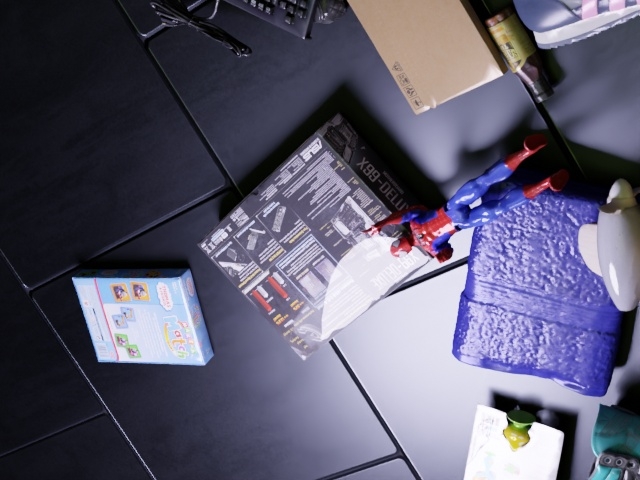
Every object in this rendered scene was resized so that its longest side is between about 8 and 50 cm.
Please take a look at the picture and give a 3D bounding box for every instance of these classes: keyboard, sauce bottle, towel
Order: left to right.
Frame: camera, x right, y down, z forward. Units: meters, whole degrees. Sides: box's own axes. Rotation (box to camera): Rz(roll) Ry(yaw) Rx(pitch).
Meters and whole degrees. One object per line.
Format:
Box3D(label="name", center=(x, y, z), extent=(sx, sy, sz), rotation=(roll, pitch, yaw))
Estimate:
Box3D(label="keyboard", center=(-0.141, -0.352, 1.923), extent=(0.317, 0.033, 0.201), rotation=(30, 126, 24))
Box3D(label="sauce bottle", center=(0.257, -0.237, 1.796), extent=(0.042, 0.042, 0.128), rotation=(-27, 99, 36))
Box3D(label="towel", center=(0.310, 0.052, 1.911), extent=(0.227, 0.076, 0.308), rotation=(14, 121, 13))

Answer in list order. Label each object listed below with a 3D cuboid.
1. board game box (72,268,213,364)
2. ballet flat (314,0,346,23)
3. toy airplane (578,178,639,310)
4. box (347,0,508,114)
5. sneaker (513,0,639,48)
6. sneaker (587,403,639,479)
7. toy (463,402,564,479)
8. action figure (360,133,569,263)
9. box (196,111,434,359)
Box3D(label="board game box", center=(-0.288, 0.123, 2.282), extent=(0.211, 0.039, 0.160), rotation=(0, 116, 29))
Box3D(label="ballet flat", center=(-0.007, -0.374, 1.871), extent=(0.057, 0.049, 0.173), rotation=(13, 120, 55))
Box3D(label="toy airplane", center=(0.475, 0.050, 1.602), extent=(0.386, 0.272, 0.384), rotation=(-39, 53, 38))
Box3D(label="box", center=(0.135, -0.277, 1.835), extent=(0.164, 0.021, 0.201), rotation=(-21, 104, 46))
Box3D(label="sneaker", center=(0.343, -0.325, 1.572), extent=(0.319, 0.112, 0.131), rotation=(-22, 112, 38))
Box3D(label="sneaker", center=(0.463, 0.272, 1.918), extent=(0.178, 0.124, 0.295), rotation=(33, 128, -3))
Box3D(label="toy", center=(0.286, 0.358, 2.094), extent=(0.137, 0.056, 0.237), rotation=(17, 117, 24))
Box3D(label="action figure", center=(0.170, -0.030, 1.809), extent=(0.280, 0.139, 0.091), rotation=(-33, 87, 43))
Box3D(label="box", center=(0.000, 0.000, 2.039), extent=(0.242, 0.076, 0.307), rotation=(47, 127, -2))
